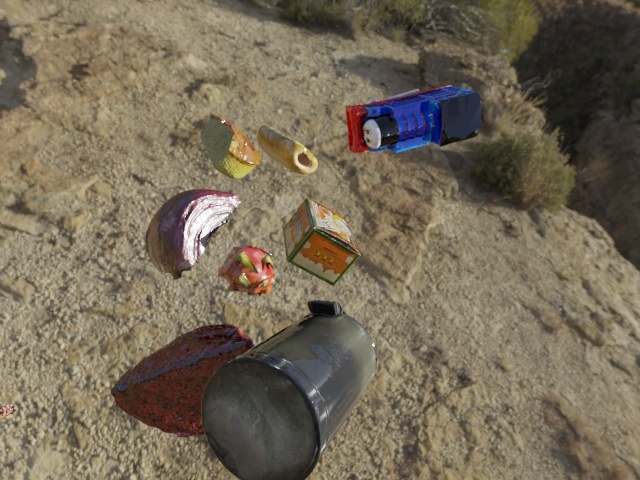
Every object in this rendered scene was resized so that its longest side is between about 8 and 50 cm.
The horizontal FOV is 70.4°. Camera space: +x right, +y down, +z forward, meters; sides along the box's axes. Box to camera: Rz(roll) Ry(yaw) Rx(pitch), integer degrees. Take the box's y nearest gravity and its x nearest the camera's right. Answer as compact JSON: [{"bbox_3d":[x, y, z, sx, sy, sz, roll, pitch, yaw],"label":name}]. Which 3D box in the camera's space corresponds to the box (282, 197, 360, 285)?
[{"bbox_3d":[0.000,0.000,1.387,0.177,0.148,0.195,31,22,-23],"label":"box"}]

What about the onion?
[{"bbox_3d":[-0.420,-0.056,1.322,0.280,0.146,0.314,5,57,32],"label":"onion"}]

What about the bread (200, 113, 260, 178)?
[{"bbox_3d":[-0.200,-0.210,1.041,0.125,0.086,0.156,22,30,-54],"label":"bread"}]

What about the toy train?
[{"bbox_3d":[0.155,-0.204,0.769,0.204,0.083,0.131,-18,31,-16],"label":"toy train"}]

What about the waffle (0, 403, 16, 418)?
[{"bbox_3d":[-0.817,0.441,1.147,0.075,0.083,0.029,-28,83,-20],"label":"waffle"}]

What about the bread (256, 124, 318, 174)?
[{"bbox_3d":[-0.127,-0.311,1.576,0.142,0.091,0.305,33,5,-38],"label":"bread"}]

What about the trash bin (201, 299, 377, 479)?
[{"bbox_3d":[-0.036,0.253,0.795,0.202,0.252,0.301,4,9,22],"label":"trash bin"}]

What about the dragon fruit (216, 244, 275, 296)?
[{"bbox_3d":[-0.295,0.129,1.889,0.227,0.224,0.224,26,36,-17],"label":"dragon fruit"}]

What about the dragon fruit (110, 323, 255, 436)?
[{"bbox_3d":[-0.267,0.312,1.024,0.316,0.205,0.152,-19,23,2],"label":"dragon fruit"}]
